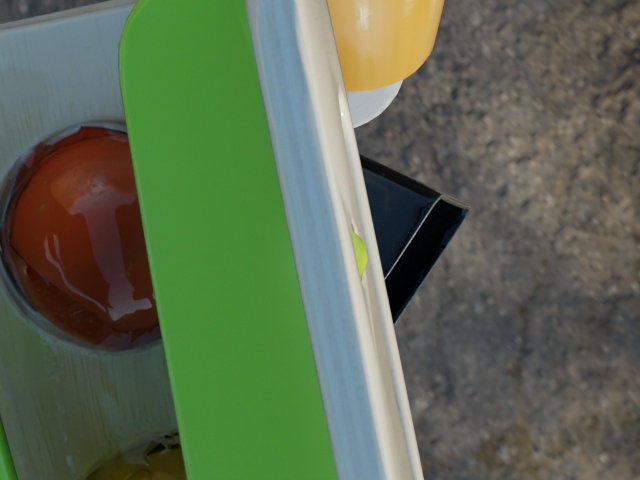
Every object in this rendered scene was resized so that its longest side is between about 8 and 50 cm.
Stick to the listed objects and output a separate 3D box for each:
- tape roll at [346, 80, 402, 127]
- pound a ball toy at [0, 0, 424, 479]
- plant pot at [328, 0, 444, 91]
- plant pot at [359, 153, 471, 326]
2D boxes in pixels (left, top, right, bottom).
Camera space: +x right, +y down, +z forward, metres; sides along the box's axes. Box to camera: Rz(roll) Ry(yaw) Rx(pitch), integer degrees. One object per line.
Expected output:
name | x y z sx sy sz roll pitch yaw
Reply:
tape roll | -0.012 -0.222 1.902 0.219 0.072 0.219 5 136 5
pound a ball toy | -0.079 0.064 0.397 0.208 0.136 0.319 -12 96 4
plant pot | 0.022 -0.226 1.333 0.205 0.205 0.188 -16 136 -8
plant pot | 0.000 0.000 1.479 0.167 0.188 0.187 34 95 11
